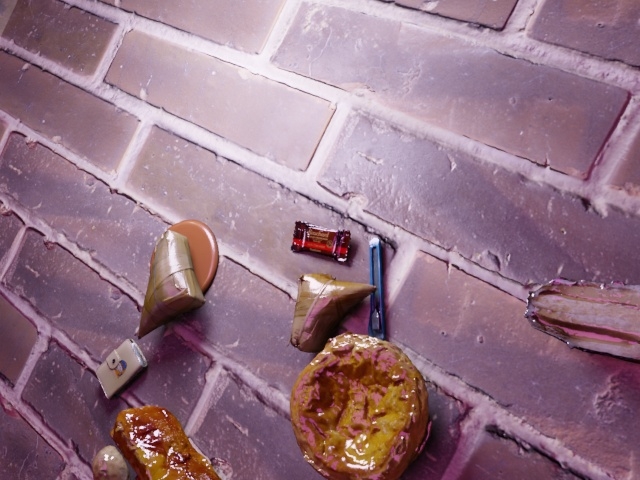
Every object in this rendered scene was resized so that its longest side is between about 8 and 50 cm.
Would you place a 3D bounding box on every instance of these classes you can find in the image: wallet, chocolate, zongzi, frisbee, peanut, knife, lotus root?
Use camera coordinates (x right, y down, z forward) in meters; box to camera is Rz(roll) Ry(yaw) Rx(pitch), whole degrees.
[{"bbox_3d":[-0.564,0.363,2.049,0.155,0.039,0.110,-43,62,16],"label":"wallet"},{"bbox_3d":[0.000,0.000,1.802,0.182,0.028,0.086,9,89,34],"label":"chocolate"},{"bbox_3d":[0.029,0.176,1.697,0.197,0.099,0.195,7,80,29],"label":"zongzi"},{"bbox_3d":[-0.388,0.061,2.033,0.250,0.021,0.251,-9,73,29],"label":"frisbee"},{"bbox_3d":[-0.557,0.679,1.917,0.101,0.117,0.263,-5,70,9],"label":"peanut"},{"bbox_3d":[0.128,0.137,1.685,0.044,0.026,0.297,-15,70,41],"label":"knife"},{"bbox_3d":[-0.439,0.123,1.981,0.256,0.115,0.228,-36,58,30],"label":"zongzi"},{"bbox_3d":[0.555,0.163,1.385,0.329,0.078,0.167,11,60,35],"label":"lotus root"}]

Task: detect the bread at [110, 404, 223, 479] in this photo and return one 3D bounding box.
[{"bbox_3d":[-0.367,0.558,1.786,0.380,0.185,0.109,40,106,33],"label":"bread"}]

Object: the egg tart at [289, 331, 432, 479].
[{"bbox_3d":[0.097,0.373,1.579,0.341,0.129,0.341,-10,70,29],"label":"egg tart"}]

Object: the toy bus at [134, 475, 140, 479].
[{"bbox_3d":[-0.385,0.670,1.820,0.073,0.096,0.235,-45,60,11],"label":"toy bus"}]
